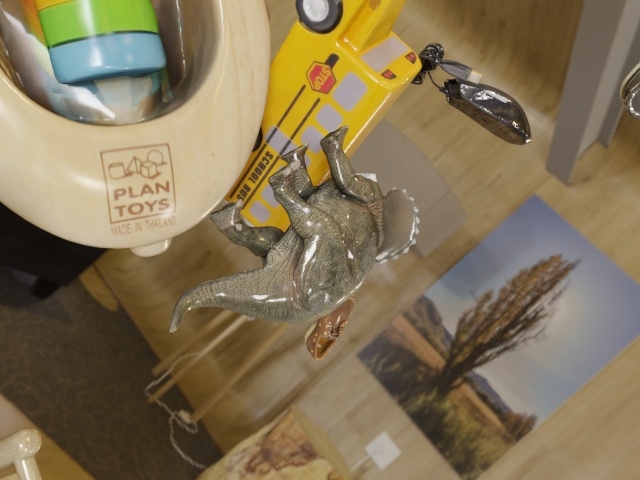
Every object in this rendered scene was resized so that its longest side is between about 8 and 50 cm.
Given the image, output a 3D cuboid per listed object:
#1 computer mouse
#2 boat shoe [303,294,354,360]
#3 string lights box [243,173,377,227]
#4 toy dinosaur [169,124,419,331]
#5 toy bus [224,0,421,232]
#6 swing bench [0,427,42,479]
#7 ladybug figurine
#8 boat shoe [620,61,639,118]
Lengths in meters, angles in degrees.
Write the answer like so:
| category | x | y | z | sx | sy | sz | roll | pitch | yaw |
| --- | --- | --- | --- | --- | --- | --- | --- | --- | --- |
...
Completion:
| category | x | y | z | sx | sy | sz | roll | pitch | yaw |
| --- | --- | --- | --- | --- | --- | --- | --- | --- | --- |
| computer mouse | 0.273 | -0.261 | 1.135 | 0.262 | 0.060 | 0.184 | 32 | -2 | 1 |
| boat shoe | 0.023 | 0.168 | 1.295 | 0.064 | 0.178 | 0.060 | 9 | 41 | -26 |
| string lights box | -0.018 | -0.052 | 1.215 | 0.260 | 0.076 | 0.133 | 5 | -51 | 28 |
| toy dinosaur | 0.000 | 0.000 | 0.614 | 0.121 | 0.313 | 0.160 | -19 | -70 | 43 |
| toy bus | -0.003 | -0.155 | 0.735 | 0.130 | 0.332 | 0.108 | 43 | 42 | 3 |
| swing bench | -0.261 | 0.290 | 0.446 | 0.255 | 0.165 | 0.253 | -31 | -102 | 49 |
| ladybug figurine | -0.204 | -0.205 | 0.573 | 0.162 | 0.305 | 0.448 | 6 | -74 | 63 |
| boat shoe | 0.401 | -0.169 | 0.630 | 0.081 | 0.228 | 0.068 | 50 | 44 | -21 |
